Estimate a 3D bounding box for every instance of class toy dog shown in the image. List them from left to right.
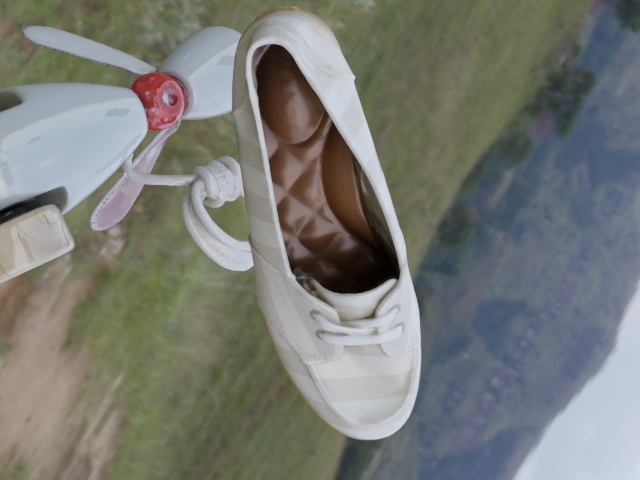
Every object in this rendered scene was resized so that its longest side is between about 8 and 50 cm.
[{"bbox_3d":[-0.200,-0.070,0.928,0.333,0.220,0.161,-2,172,-45],"label":"toy dog"}]

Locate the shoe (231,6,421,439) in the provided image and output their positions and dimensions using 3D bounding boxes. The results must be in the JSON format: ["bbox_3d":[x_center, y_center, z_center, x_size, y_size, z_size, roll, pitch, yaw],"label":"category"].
[{"bbox_3d":[0.000,0.000,0.573,0.076,0.219,0.058,-15,-167,1],"label":"shoe"}]
